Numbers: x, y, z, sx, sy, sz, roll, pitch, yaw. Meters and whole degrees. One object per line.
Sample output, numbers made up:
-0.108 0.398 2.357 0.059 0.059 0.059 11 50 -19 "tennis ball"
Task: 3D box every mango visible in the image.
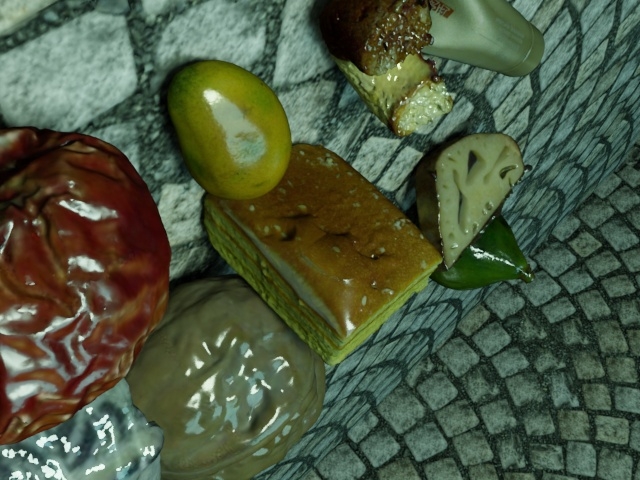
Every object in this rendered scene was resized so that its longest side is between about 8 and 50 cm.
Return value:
-0.083 -0.106 0.668 0.111 0.089 0.163 -37 147 -24 "mango"

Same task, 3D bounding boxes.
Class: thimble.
-0.260 0.181 0.614 0.157 0.217 0.245 -32 -165 -37 "thimble"

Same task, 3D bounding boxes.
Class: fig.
0.296 0.007 1.327 0.195 0.245 0.195 -20 118 -44 "fig"

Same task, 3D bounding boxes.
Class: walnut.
-0.128 0.172 0.846 0.273 0.227 0.273 -37 156 -20 "walnut"

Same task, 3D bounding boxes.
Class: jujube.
-0.220 0.033 0.473 0.232 0.213 0.213 -25 149 -30 "jujube"

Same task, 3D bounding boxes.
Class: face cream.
0.196 -0.285 0.919 0.341 0.084 0.137 0 138 -53 "face cream"

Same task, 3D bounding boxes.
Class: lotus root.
0.246 -0.091 1.209 0.261 0.170 0.074 -43 -160 -21 "lotus root"

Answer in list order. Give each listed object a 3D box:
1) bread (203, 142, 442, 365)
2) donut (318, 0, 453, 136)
0.000 0.000 0.797 0.184 0.234 0.110 -33 155 -34 "bread"
0.063 -0.198 0.728 0.085 0.141 0.217 -39 149 2 "donut"
